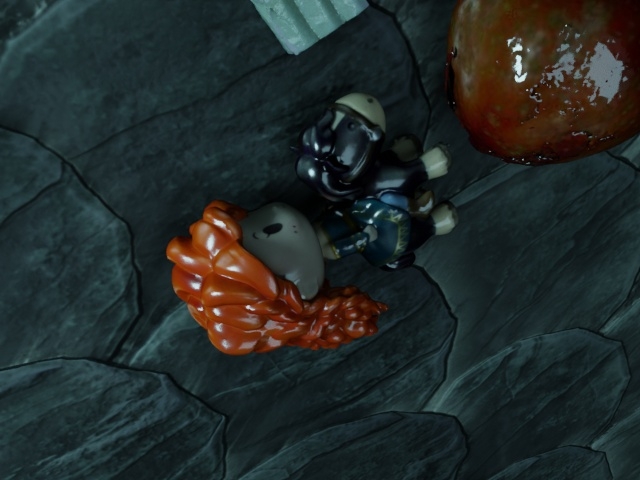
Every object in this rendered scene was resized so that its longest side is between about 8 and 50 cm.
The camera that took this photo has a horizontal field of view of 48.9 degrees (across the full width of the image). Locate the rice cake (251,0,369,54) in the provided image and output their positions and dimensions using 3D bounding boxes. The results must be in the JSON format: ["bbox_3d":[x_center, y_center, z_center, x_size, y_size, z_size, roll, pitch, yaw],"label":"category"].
[{"bbox_3d":[-0.045,-0.326,0.798,0.127,0.043,0.237,-34,132,1],"label":"rice cake"}]

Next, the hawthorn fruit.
[{"bbox_3d":[0.310,-0.237,0.879,0.316,0.316,0.315,-13,129,-16],"label":"hawthorn fruit"}]

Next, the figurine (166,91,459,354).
[{"bbox_3d":[0.005,-0.010,0.966,0.412,0.241,0.306,-46,140,0],"label":"figurine"}]
